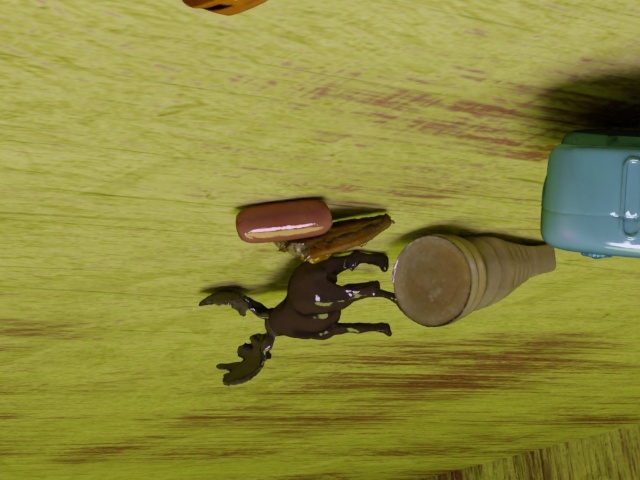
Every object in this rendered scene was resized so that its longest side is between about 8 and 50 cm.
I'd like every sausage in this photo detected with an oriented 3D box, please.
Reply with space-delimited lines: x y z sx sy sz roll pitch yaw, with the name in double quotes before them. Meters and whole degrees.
"sausage" -0.032 -0.017 1.568 0.083 0.034 0.034 -7 166 -6

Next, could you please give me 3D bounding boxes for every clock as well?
"clock" 0.280 -0.040 1.417 0.224 0.094 0.274 3 -173 3

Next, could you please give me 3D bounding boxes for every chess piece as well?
"chess piece" 0.158 0.032 1.799 0.090 0.090 0.200 -18 174 33

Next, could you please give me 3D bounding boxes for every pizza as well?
"pizza" 0.000 0.000 1.632 0.109 0.026 0.123 0 -166 43

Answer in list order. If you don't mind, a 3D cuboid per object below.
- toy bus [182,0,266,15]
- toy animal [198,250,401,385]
"toy bus" -0.044 -0.177 0.605 0.088 0.194 0.083 7 159 -38
"toy animal" -0.023 0.070 1.833 0.186 0.093 0.214 -9 159 -13
